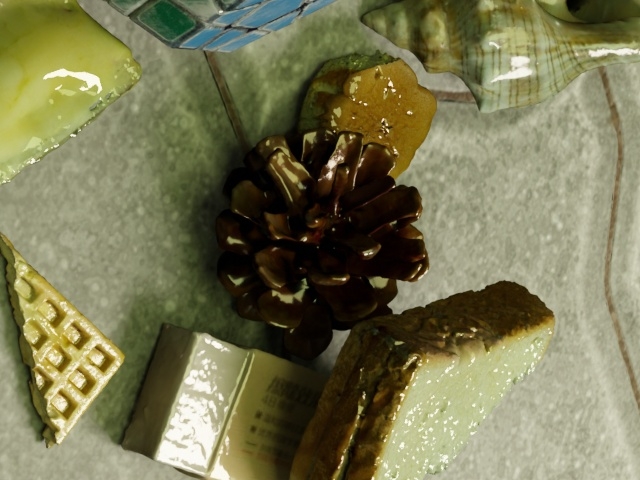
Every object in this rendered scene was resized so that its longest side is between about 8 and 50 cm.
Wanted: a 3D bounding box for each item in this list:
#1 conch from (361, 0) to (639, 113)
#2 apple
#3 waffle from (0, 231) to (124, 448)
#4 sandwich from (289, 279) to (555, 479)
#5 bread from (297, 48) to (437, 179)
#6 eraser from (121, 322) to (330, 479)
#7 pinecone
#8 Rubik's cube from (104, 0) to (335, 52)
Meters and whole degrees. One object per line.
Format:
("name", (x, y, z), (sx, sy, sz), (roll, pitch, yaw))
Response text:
("conch", (0.234, -0.238, 1.906), (0.386, 0.169, 0.203), (-4, 105, -22))
("apple", (-0.313, -0.142, 1.541), (0.265, 0.120, 0.193), (-41, 107, -28))
("waffle", (-0.278, 0.093, 1.662), (0.191, 0.032, 0.125), (46, 72, -31))
("sandwich", (0.101, 0.176, 1.796), (0.288, 0.100, 0.254), (-15, 127, -50))
("bread", (0.049, -0.133, 1.845), (0.140, 0.069, 0.128), (36, 75, -37))
("eraser", (-0.034, 0.201, 1.831), (0.343, 0.078, 0.144), (25, 82, -37))
("pinecone", (0.001, 0.000, 1.753), (0.229, 0.201, 0.202), (49, 61, -12))
("Rubik's cube", (-0.095, -0.321, 1.580), (0.319, 0.319, 0.264), (-21, 83, -33))
